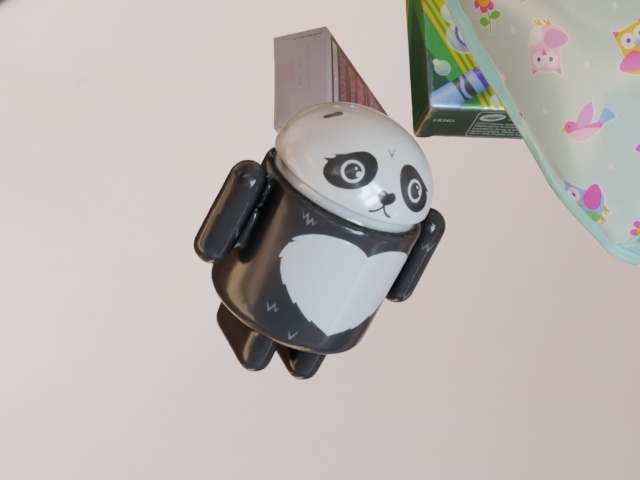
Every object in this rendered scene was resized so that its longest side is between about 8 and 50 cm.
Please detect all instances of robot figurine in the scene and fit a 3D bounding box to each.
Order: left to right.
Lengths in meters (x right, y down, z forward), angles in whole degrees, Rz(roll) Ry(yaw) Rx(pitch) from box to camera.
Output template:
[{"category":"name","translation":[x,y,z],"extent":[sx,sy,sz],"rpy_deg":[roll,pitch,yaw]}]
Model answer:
[{"category":"robot figurine","translation":[-0.001,0.001,1.762],"extent":[0.173,0.278,0.209],"rpy_deg":[34,23,15]}]

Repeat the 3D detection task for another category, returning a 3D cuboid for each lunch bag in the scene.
[{"category":"lunch bag","translation":[0.237,-0.143,1.266],"extent":[0.160,0.223,0.262],"rpy_deg":[-1,60,-47]}]

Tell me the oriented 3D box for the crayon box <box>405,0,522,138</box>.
[{"category":"crayon box","translation":[0.195,-0.269,1.918],"extent":[0.083,0.203,0.323],"rpy_deg":[118,-29,-67]}]

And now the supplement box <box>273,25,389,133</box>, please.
[{"category":"supplement box","translation":[0.019,-0.141,2.188],"extent":[0.239,0.073,0.130],"rpy_deg":[49,35,-56]}]
